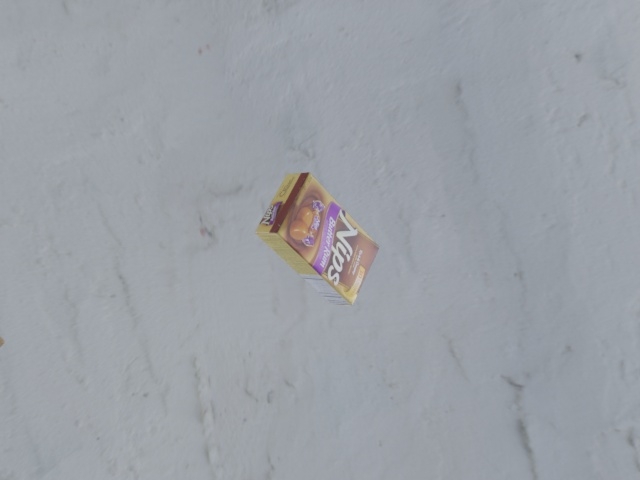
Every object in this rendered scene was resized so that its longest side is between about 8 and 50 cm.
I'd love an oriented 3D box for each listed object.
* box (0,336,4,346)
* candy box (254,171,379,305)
[{"bbox_3d":[-0.426,0.101,0.828,0.021,0.201,0.164,28,-118,30],"label":"box"},{"bbox_3d":[0.000,0.000,1.211,0.186,0.053,0.109,45,-120,-37],"label":"candy box"}]
